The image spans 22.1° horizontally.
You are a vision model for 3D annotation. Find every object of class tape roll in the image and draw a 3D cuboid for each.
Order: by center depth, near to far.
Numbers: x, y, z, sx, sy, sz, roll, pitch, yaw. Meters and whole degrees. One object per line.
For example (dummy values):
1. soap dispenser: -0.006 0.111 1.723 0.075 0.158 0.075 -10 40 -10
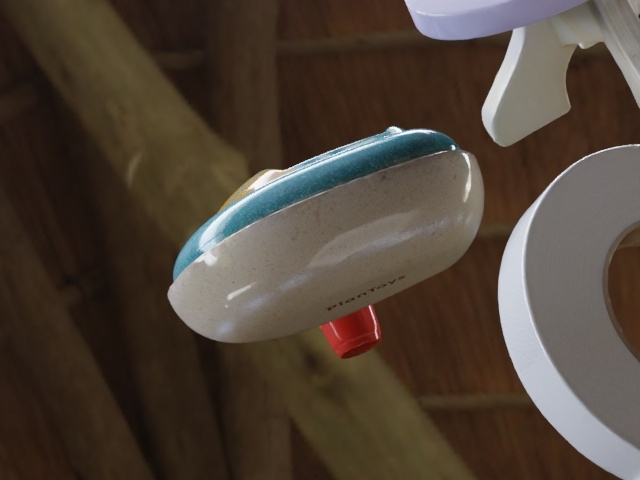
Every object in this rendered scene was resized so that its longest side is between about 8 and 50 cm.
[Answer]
1. tape roll: 0.377 0.081 1.745 0.392 0.072 0.392 9 -120 -16

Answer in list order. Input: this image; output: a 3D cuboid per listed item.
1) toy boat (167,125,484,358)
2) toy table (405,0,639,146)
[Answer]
1. toy boat: 0.000 0.000 1.370 0.268 0.318 0.148 -22 -105 -4
2. toy table: 0.224 -0.200 1.369 0.274 0.161 0.252 -23 -146 11
